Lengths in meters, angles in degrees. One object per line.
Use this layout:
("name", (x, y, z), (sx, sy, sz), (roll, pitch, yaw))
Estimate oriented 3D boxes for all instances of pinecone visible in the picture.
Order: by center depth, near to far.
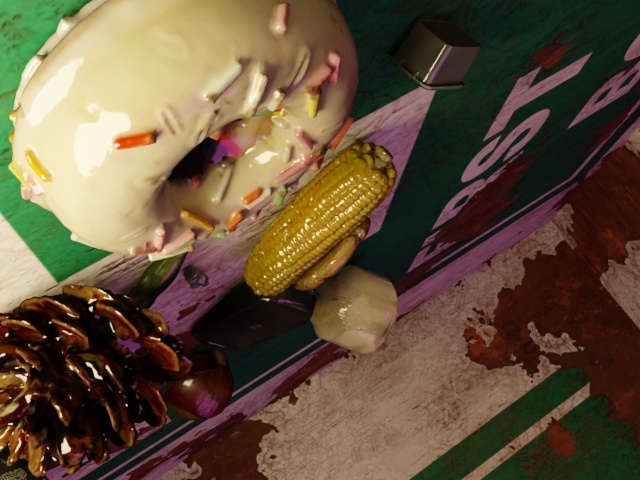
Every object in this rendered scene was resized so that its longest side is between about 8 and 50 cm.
("pinecone", (-0.335, 0.189, 0.944), (0.296, 0.242, 0.298), (-24, 166, -41))

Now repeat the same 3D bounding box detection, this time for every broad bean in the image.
("broad bean", (-0.290, 0.092, 1.123), (0.297, 0.043, 0.060), (-46, 172, 35))

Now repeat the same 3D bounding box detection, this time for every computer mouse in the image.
("computer mouse", (-0.140, 0.149, 1.484), (0.295, 0.087, 0.168), (-29, 144, 27))

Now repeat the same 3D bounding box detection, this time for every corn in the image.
("corn", (-0.008, -0.033, 1.199), (0.363, 0.120, 0.120), (-45, 161, 25))

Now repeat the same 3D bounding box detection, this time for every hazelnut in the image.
("hazelnut", (-0.298, 0.350, 1.677), (0.170, 0.160, 0.202), (-19, -162, -13))

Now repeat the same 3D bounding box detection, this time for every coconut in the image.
("coconut", (0.097, 0.183, 1.806), (0.241, 0.241, 0.241), (-32, 164, -11))

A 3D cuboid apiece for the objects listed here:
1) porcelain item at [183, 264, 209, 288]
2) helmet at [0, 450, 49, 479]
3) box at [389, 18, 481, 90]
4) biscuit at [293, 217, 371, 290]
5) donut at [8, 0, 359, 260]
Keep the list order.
("porcelain item", (-0.220, 0.066, 1.219), (0.036, 0.028, 0.083), (-17, 164, -3))
("helmet", (-0.645, 0.480, 1.294), (0.230, 0.160, 0.279), (-41, 170, 27))
("box", (0.166, -0.264, 0.970), (0.122, 0.084, 0.069), (-18, 149, -48))
("biscuit", (0.020, 0.007, 1.306), (0.226, 0.042, 0.226), (-45, -163, 18))
("donut", (-0.119, -0.115, 0.706), (0.383, 0.142, 0.382), (-31, 164, -10))
